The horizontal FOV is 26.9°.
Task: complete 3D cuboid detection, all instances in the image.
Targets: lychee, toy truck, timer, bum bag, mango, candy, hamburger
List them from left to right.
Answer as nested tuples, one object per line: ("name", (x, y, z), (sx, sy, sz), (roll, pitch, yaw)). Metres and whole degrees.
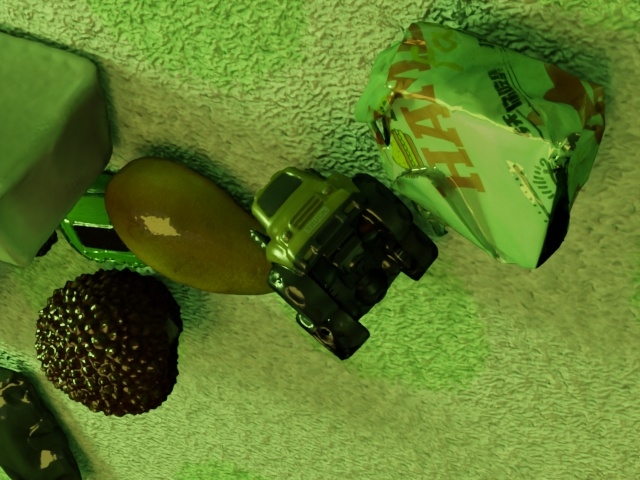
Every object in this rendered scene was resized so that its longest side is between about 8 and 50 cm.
("candy", (-0.419, -0.124, 1.438), (0.358, 0.208, 0.145), (17, 147, 19))
("bum bag", (-0.457, 0.296, 2.050), (0.142, 0.080, 0.326), (1, 130, 26))
("timer", (-0.250, -0.023, 1.556), (0.140, 0.047, 0.128), (7, 137, 30))
("lychee", (-0.250, 0.121, 1.591), (0.188, 0.188, 0.188), (20, 142, 17))
("mango", (-0.129, -0.007, 1.451), (0.227, 0.099, 0.136), (27, 137, -6))
("toy truck", (0.000, 0.000, 1.292), (0.165, 0.147, 0.224), (40, 175, 23))
("hamburger", (0.134, -0.079, 1.156), (0.214, 0.125, 0.235), (29, 155, 24))

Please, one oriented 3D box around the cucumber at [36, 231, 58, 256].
("cucumber", (-0.351, -0.056, 1.586), (0.058, 0.058, 0.187), (20, 141, 16))
